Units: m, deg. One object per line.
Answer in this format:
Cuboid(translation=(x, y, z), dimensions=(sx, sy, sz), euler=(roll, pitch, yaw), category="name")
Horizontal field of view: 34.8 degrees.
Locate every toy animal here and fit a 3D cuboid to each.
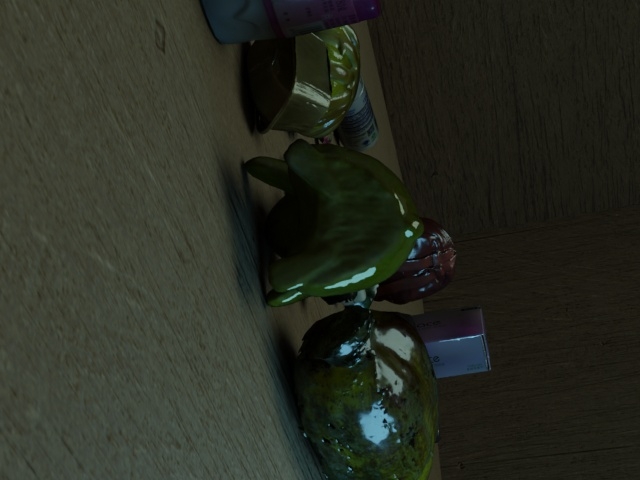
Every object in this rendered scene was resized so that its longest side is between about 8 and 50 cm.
Cuboid(translation=(-0.003, -0.011, 1.250), dimensions=(0.363, 0.180, 0.181), euler=(161, -73, -76), category="toy animal")

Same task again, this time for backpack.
Cuboid(translation=(0.174, 0.038, 2.111), dimensions=(0.139, 0.229, 0.229), euler=(-81, 160, -55), category="backpack")

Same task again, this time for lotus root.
Cuboid(translation=(0.066, 0.220, 1.321), dimensions=(0.397, 0.179, 0.196), euler=(72, 10, -48), category="lotus root")

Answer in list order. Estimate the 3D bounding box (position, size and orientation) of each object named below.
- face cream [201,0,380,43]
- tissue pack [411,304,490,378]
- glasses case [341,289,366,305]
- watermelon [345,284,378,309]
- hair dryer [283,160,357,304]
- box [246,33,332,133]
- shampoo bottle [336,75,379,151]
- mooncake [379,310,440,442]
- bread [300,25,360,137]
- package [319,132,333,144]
Cuboid(translation=(-0.038, -0.327, 1.194), dimensions=(0.175, 0.194, 0.175), euler=(-10, 90, -83), category="face cream")
Cuboid(translation=(0.230, 0.223, 2.165), dimensions=(0.148, 0.246, 0.093), euler=(-78, 157, -68), category="tissue pack")
Cuboid(translation=(0.036, 0.037, 1.737), dimensions=(0.196, 0.050, 0.083), euler=(68, 5, -56), category="glasses case")
Cuboid(translation=(0.058, 0.063, 1.939), dimensions=(0.092, 0.075, 0.181), euler=(-49, -153, 38), category="watermelon")
Cuboid(translation=(-0.007, -0.027, 1.531), dimensions=(0.225, 0.088, 0.219), euler=(-121, -165, -77), category="hair dryer")
Cuboid(translation=(-0.047, -0.217, 1.341), dimensions=(0.111, 0.111, 0.177), euler=(70, 12, -49), category="box")
Cuboid(translation=(0.054, -0.289, 2.109), dimensions=(0.303, 0.092, 0.092), euler=(59, 23, -64), category="shampoo bottle")
Cuboid(translation=(0.148, 0.271, 1.954), dimensions=(0.283, 0.141, 0.283), euler=(-11, 90, -84), category="mooncake")
Cuboid(translation=(0.009, -0.256, 1.602), dimensions=(0.213, 0.104, 0.213), euler=(-167, -90, -90), category="bread")
Cuboid(translation=(0.006, -0.205, 1.904), dimensions=(0.059, 0.029, 0.083), euler=(44, 26, -63), category="package")
